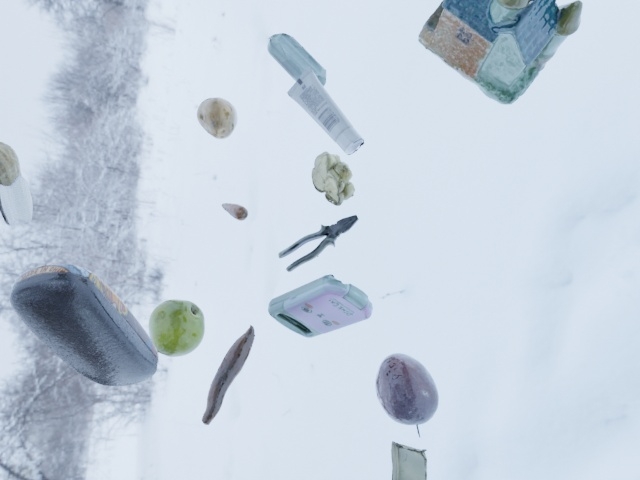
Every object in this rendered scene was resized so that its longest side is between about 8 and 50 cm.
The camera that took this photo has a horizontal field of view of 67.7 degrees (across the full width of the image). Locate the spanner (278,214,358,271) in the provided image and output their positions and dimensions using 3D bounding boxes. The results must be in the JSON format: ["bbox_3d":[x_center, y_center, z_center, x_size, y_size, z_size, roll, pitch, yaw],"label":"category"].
[{"bbox_3d":[0.000,0.000,1.741,0.096,0.324,0.040,56,175,19],"label":"spanner"}]

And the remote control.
[{"bbox_3d":[-0.073,-0.564,1.498,0.247,0.104,0.052,49,147,18],"label":"remote control"}]

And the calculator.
[{"bbox_3d":[-0.004,0.144,1.010,0.246,0.141,0.045,-26,37,39],"label":"calculator"}]

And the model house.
[{"bbox_3d":[0.374,-0.459,0.945,0.194,0.267,0.325,-49,-6,0],"label":"model house"}]

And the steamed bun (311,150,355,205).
[{"bbox_3d":[0.055,-0.247,1.805,0.177,0.106,0.192,39,144,40],"label":"steamed bun"}]

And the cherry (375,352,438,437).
[{"bbox_3d":[0.263,0.457,1.475,0.213,0.183,0.266,41,152,55],"label":"cherry"}]

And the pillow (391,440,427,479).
[{"bbox_3d":[0.223,0.623,1.200,0.053,0.119,0.208,-35,34,44],"label":"pillow"}]

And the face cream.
[{"bbox_3d":[0.013,-0.320,1.199,0.092,0.058,0.244,-44,75,26],"label":"face cream"}]

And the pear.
[{"bbox_3d":[-0.463,0.287,1.490,0.216,0.166,0.180,-46,61,15],"label":"pear"}]

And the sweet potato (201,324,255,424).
[{"bbox_3d":[-0.227,0.325,1.180,0.057,0.057,0.265,-38,22,56],"label":"sweet potato"}]

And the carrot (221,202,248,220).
[{"bbox_3d":[-0.287,-0.101,1.550,0.216,0.048,0.048,23,104,58],"label":"carrot"}]

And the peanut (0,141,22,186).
[{"bbox_3d":[-0.947,-0.184,1.407,0.110,0.120,0.237,59,142,40],"label":"peanut"}]

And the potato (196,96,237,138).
[{"bbox_3d":[-0.275,-0.333,1.282,0.147,0.112,0.112,-148,67,-80],"label":"potato"}]

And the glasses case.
[{"bbox_3d":[-0.375,0.153,0.790,0.321,0.122,0.082,78,177,-48],"label":"glasses case"}]

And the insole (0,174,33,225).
[{"bbox_3d":[-0.519,-0.067,0.820,0.253,0.005,0.086,-155,56,-66],"label":"insole"}]
